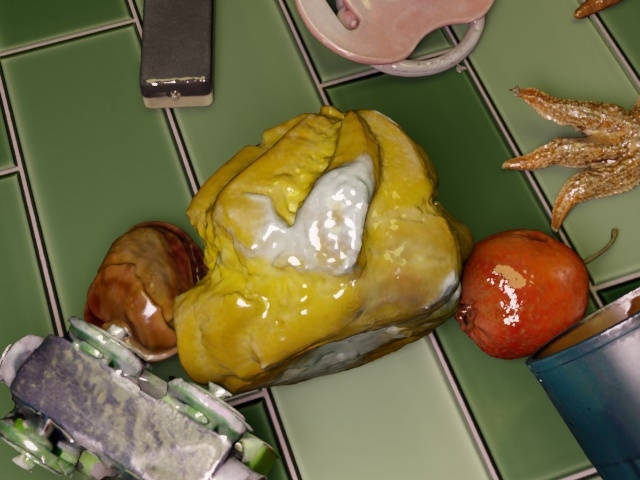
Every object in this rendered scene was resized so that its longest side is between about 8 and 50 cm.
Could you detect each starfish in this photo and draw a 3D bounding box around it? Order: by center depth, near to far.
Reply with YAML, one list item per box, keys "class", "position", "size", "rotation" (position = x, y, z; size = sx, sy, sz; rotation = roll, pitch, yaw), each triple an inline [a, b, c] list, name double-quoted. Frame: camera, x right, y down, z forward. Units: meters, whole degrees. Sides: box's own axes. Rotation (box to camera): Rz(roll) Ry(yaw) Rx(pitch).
- class: "starfish"
  position: [0.393, -0.149, 1.464]
  size: [0.294, 0.084, 0.301]
  rotation: [-10, 70, -3]

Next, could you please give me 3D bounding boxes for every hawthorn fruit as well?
- class: "hawthorn fruit"
  position: [0.294, 0.049, 1.333]
  size: [0.286, 0.165, 0.165]
  rotation: [-15, 57, -27]

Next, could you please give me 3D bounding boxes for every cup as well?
- class: "cup"
  position: [0.418, 0.181, 1.141]
  size: [0.308, 0.242, 0.292]
  rotation: [-25, 82, -36]

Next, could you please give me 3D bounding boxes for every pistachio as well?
- class: "pistachio"
  position: [-0.218, 0.057, 1.330]
  size: [0.165, 0.130, 0.210]
  rotation: [-10, 50, -2]

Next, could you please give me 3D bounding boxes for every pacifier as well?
- class: "pacifier"
  position: [0.120, -0.398, 1.563]
  size: [0.332, 0.273, 0.220]
  rotation: [-30, 46, -17]

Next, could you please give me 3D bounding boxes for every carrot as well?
- class: "carrot"
  position: [0.453, -0.381, 1.649]
  size: [0.165, 0.035, 0.035]
  rotation: [-35, 63, -16]

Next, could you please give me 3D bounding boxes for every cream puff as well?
- class: "cream puff"
  position: [0.000, 0.000, 1.216]
  size: [0.378, 0.378, 0.275]
  rotation: [-19, 74, -11]

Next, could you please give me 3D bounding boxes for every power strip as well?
- class: "power strip"
  position: [-0.212, -0.303, 1.591]
  size: [0.105, 0.070, 0.256]
  rotation: [-4, 56, 1]

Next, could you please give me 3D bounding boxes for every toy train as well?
- class: "toy train"
  position: [-0.195, 0.216, 1.155]
  size: [0.307, 0.249, 0.173]
  rotation: [28, 75, 16]
